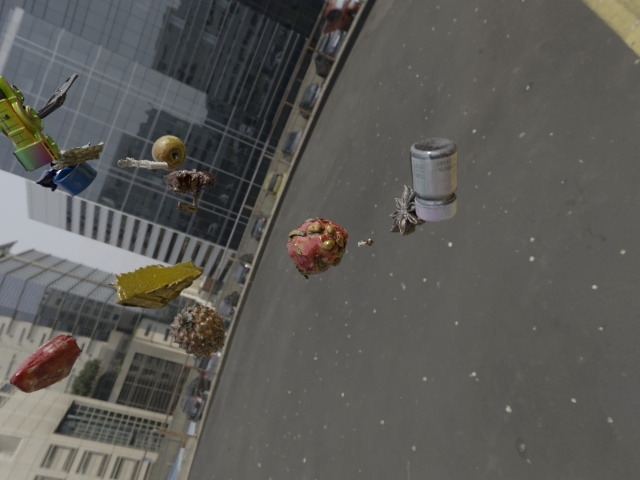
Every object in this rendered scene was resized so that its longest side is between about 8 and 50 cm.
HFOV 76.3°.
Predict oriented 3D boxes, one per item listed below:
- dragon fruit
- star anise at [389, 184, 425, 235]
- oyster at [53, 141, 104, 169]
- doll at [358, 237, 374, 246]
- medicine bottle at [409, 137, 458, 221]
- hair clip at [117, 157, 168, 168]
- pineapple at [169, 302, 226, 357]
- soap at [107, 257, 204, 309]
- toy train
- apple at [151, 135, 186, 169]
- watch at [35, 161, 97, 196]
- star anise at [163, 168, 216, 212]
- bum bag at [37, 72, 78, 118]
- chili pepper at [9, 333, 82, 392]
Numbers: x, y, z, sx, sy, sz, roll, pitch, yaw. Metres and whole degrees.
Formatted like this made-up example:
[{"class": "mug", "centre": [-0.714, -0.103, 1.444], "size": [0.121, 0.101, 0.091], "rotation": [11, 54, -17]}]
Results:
[{"class": "dragon fruit", "centre": [0.000, 0.000, 2.083], "size": [0.263, 0.296, 0.313], "rotation": [-32, 78, 44]}, {"class": "star anise", "centre": [0.406, -0.125, 1.838], "size": [0.223, 0.109, 0.235], "rotation": [130, 150, -48]}, {"class": "oyster", "centre": [-1.059, -0.380, 1.794], "size": [0.214, 0.083, 0.223], "rotation": [-31, 22, -33]}, {"class": "doll", "centre": [0.234, 0.012, 2.089], "size": [0.058, 0.085, 0.040], "rotation": [-20, -82, -84]}, {"class": "medicine bottle", "centre": [0.414, -0.220, 1.480], "size": [0.165, 0.165, 0.273], "rotation": [-99, -4, -59]}, {"class": "hair clip", "centre": [-0.756, -0.323, 1.732], "size": [0.072, 0.226, 0.034], "rotation": [-50, -35, -60]}, {"class": "pineapple", "centre": [-0.374, 0.270, 1.238], "size": [0.193, 0.167, 0.166], "rotation": [64, -147, -56]}, {"class": "soap", "centre": [-0.741, 0.172, 1.864], "size": [0.304, 0.169, 0.338], "rotation": [-41, -15, -2]}, {"class": "toy train", "centre": [-0.940, -0.361, 1.275], "size": [0.101, 0.296, 0.160], "rotation": [-29, 25, -7]}, {"class": "apple", "centre": [-0.801, -0.467, 2.155], "size": [0.155, 0.183, 0.182], "rotation": [25, 95, 37]}, {"class": "watch", "centre": [-1.170, -0.299, 1.911], "size": [0.200, 0.171, 0.195], "rotation": [12, 71, 37]}, {"class": "star anise", "centre": [-0.585, -0.232, 1.808], "size": [0.346, 0.238, 0.148], "rotation": [-105, 16, -56]}, {"class": "bum bag", "centre": [-0.804, -0.446, 1.255], "size": [0.109, 0.026, 0.159], "rotation": [-16, 49, 28]}, {"class": "chili pepper", "centre": [-0.868, 0.398, 1.257], "size": [0.144, 0.136, 0.252], "rotation": [-27, 4, 3]}]
